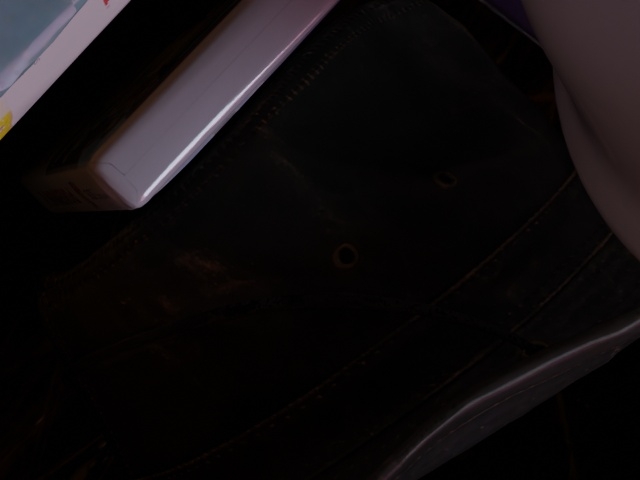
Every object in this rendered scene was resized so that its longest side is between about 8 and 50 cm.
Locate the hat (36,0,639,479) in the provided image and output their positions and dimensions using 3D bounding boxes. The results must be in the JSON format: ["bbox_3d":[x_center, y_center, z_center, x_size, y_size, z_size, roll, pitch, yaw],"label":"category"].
[{"bbox_3d":[0.000,0.000,0.686,0.331,0.134,0.331,-31,-176,2],"label":"hat"}]

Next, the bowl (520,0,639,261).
[{"bbox_3d":[0.148,-0.131,0.459,0.298,0.298,0.134,-49,126,-1],"label":"bowl"}]

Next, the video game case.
[{"bbox_3d":[-0.013,-0.086,0.645,0.201,0.023,0.183,-47,-169,-10],"label":"video game case"}]

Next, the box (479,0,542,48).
[{"bbox_3d":[0.157,-0.219,0.785,0.213,0.117,0.243,-32,158,-53],"label":"box"}]

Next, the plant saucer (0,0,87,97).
[{"bbox_3d":[-0.078,-0.057,0.218,0.195,0.037,0.195,-41,163,-16],"label":"plant saucer"}]

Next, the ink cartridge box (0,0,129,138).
[{"bbox_3d":[-0.107,-0.060,0.406,0.143,0.090,0.092,-48,168,-9],"label":"ink cartridge box"}]
